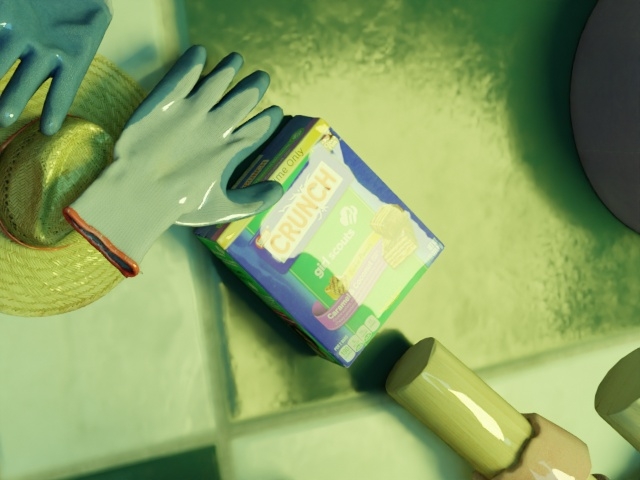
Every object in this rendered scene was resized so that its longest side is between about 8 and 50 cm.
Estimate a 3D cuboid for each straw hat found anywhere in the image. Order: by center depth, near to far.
[{"bbox_3d":[-0.130,-0.029,0.829,0.144,0.061,0.144,-2,96,-26],"label":"straw hat"}]

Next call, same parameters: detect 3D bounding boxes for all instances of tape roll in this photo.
[{"bbox_3d":[0.250,-0.086,0.997,0.189,0.080,0.189,-3,96,-26],"label":"tape roll"}]

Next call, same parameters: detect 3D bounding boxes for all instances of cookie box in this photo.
[{"bbox_3d":[0.000,0.000,0.905,0.107,0.040,0.092,45,76,-21],"label":"cookie box"}]

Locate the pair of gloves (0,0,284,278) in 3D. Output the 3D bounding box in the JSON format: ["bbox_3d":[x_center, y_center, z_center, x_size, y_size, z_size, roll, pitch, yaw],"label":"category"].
[{"bbox_3d":[-0.099,-0.077,0.818,0.198,0.023,0.159,47,49,-11],"label":"pair of gloves"}]

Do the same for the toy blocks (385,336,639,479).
[{"bbox_3d":[0.115,0.241,0.843,0.260,0.288,0.309,42,73,-17],"label":"toy blocks"}]
